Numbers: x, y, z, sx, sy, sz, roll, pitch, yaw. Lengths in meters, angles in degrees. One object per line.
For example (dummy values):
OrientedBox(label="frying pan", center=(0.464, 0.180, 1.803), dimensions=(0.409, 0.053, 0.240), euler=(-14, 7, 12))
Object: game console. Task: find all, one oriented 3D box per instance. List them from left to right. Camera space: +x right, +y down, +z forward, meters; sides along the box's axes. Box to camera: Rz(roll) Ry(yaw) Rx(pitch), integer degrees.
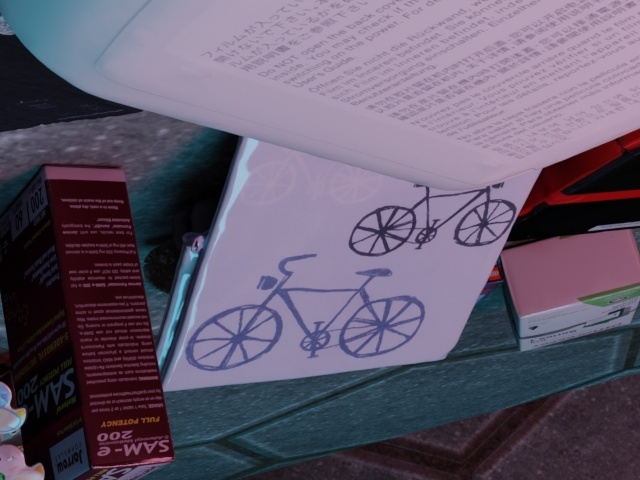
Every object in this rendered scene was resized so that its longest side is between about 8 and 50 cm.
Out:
OrientedBox(label="game console", center=(0.391, -0.083, 1.229), dimensions=(0.386, 0.060, 0.342), euler=(-5, 165, -23))

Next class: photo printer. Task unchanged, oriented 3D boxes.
OrientedBox(label="photo printer", center=(0.049, -0.120, 0.463), dimensions=(0.256, 0.107, 0.307), euler=(-24, 157, 38))

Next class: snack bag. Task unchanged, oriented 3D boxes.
OrientedBox(label="snack bag", center=(0.029, 0.002, 1.056), dimensions=(0.323, 0.037, 0.342), euler=(-3, 135, -27))

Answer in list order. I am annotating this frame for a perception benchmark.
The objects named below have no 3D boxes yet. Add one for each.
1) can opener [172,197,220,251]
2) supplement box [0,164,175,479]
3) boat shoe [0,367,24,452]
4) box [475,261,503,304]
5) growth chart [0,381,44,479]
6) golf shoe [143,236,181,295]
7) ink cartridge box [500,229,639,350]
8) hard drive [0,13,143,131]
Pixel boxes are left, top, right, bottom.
OrientedBox(label="can opener", center=(0.000, 0.000, 1.113), dimensions=(0.280, 0.093, 0.074), euler=(3, 168, -34))
OrientedBox(label="supplement box", center=(-0.192, 0.075, 0.949), dimensions=(0.073, 0.239, 0.130), euler=(0, 157, -35))
OrientedBox(label="boat shoe", center=(-0.376, 0.194, 1.401), dimensions=(0.342, 0.123, 0.123), euler=(2, 143, -39))
OrientedBox(label="box", center=(0.110, 0.080, 1.506), dimensions=(0.159, 0.044, 0.233), euler=(-8, 161, -17))
OrientedBox(label="growth chart", center=(-0.305, 0.124, 0.887), dimensions=(0.172, 0.237, 0.021), euler=(-14, -166, 10))
OrientedBox(label="golf shoe", center=(-0.093, 0.031, 1.180), dimensions=(0.176, 0.069, 0.086), euler=(-4, 166, -24))
OrientedBox(label="ink cartridge box", center=(0.316, 0.061, 1.523), dimensions=(0.160, 0.092, 0.219), euler=(-15, 162, 6))
OrientedBox(label="hard drive", center=(-0.206, -0.119, 0.539), dimensions=(0.237, 0.064, 0.339), euler=(-3, 172, 36))
